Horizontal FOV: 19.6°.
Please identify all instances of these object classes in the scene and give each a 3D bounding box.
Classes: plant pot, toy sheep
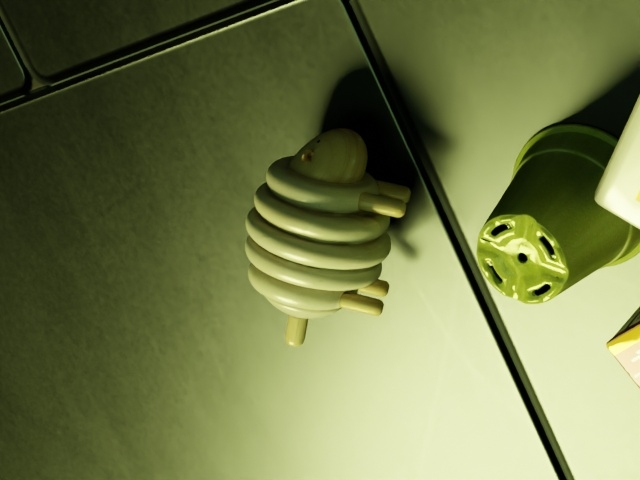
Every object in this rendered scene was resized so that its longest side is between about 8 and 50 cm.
[{"bbox_3d":[0.119,-0.007,0.955,0.083,0.079,0.083,17,124,27],"label":"plant pot"},{"bbox_3d":[0.000,0.000,1.040,0.091,0.091,0.132,20,107,25],"label":"toy sheep"}]

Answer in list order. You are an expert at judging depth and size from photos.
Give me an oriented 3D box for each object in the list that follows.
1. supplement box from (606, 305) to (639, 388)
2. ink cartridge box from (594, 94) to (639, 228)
[{"bbox_3d":[0.197,0.065,0.960,0.083,0.055,0.043,52,134,-1],"label":"supplement box"},{"bbox_3d":[0.317,-0.003,0.829,0.371,0.069,0.176,33,130,18],"label":"ink cartridge box"}]
